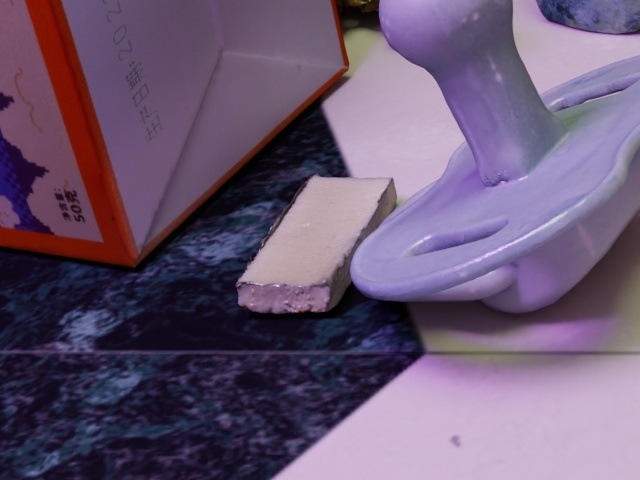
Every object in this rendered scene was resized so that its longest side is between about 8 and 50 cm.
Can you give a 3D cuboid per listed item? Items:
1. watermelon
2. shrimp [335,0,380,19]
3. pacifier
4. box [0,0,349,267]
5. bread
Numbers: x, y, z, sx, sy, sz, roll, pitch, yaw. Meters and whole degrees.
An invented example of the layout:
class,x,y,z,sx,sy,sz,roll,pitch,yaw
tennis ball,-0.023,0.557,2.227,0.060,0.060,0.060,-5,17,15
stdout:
class,x,y,z,sx,sy,sz,roll,pitch,yaw
watermelon,0.222,-0.217,1.457,0.094,0.081,0.180,-9,42,-26
shrimp,0.066,-0.194,1.484,0.117,0.066,0.262,-32,18,-4
pacifier,0.104,-0.081,1.123,0.238,0.226,0.287,-9,23,47
box,-0.189,-0.217,1.334,0.256,0.349,0.318,9,38,34
bread,0.000,0.000,1.213,0.068,0.028,0.154,0,32,21
